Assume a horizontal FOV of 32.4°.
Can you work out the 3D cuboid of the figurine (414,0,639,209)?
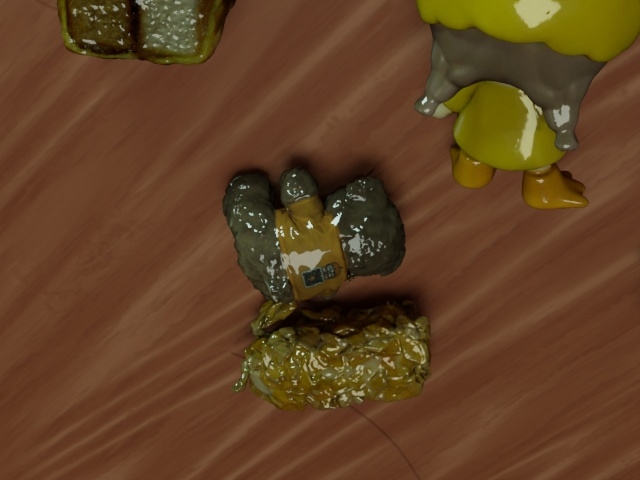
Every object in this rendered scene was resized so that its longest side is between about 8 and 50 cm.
[{"bbox_3d":[0.199,-0.177,1.064,0.215,0.187,0.343,6,137,13],"label":"figurine"}]

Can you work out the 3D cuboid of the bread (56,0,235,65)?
[{"bbox_3d":[-0.162,-0.272,1.045,0.182,0.096,0.222,9,130,-2],"label":"bread"}]

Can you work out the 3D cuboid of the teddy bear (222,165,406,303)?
[{"bbox_3d":[0.000,0.000,1.242,0.190,0.140,0.177,-17,124,5],"label":"teddy bear"}]

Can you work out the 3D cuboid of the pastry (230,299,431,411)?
[{"bbox_3d":[0.014,0.138,1.368,0.250,0.102,0.154,-5,128,6],"label":"pastry"}]
